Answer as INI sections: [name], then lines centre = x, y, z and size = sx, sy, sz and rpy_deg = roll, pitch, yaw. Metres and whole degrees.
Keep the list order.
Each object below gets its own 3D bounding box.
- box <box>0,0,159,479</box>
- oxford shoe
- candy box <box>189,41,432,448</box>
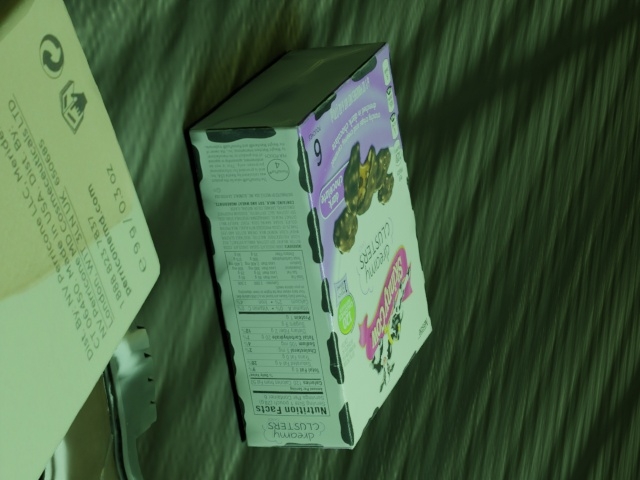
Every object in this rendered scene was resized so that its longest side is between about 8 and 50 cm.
[box]
centre = -0.174, 0.057, 0.457
size = 0.311, 0.148, 0.121
rpy_deg = -66, 146, -50
[oxford shoe]
centre = -0.116, 0.128, 0.719
size = 0.096, 0.083, 0.227
rpy_deg = -32, 121, -44
[candy box]
centre = 0.000, 0.000, 1.007
size = 0.165, 0.070, 0.196
rpy_deg = -49, 134, -60
